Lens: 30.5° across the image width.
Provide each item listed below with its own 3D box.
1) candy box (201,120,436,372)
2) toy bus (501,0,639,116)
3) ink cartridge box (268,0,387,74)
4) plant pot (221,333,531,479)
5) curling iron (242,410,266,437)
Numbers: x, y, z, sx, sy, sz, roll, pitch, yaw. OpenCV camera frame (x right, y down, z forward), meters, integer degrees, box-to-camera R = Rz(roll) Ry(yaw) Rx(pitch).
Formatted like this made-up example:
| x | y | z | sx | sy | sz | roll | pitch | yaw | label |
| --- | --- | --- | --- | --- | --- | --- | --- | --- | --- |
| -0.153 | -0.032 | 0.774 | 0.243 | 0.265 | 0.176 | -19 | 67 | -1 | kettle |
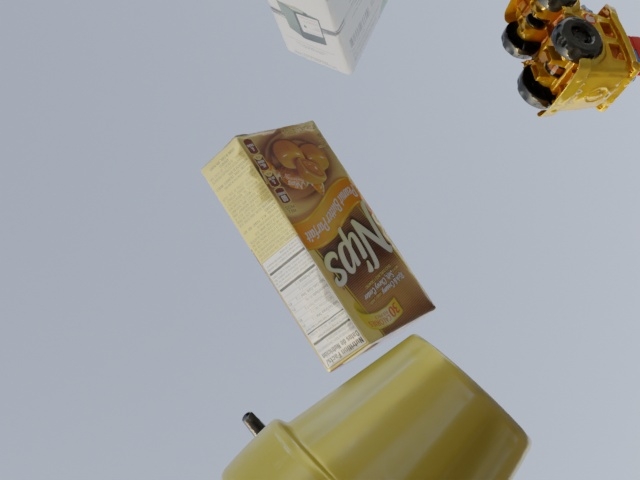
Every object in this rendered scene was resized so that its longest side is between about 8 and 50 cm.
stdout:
| x | y | z | sx | sy | sz | roll | pitch | yaw | label |
| --- | --- | --- | --- | --- | --- | --- | --- | --- | --- |
| 0.000 | 0.000 | 1.551 | 0.316 | 0.087 | 0.183 | 57 | -145 | 9 | candy box |
| 0.419 | -0.314 | 1.858 | 0.211 | 0.149 | 0.220 | -3 | -120 | -22 | toy bus |
| 0.023 | -0.407 | 1.749 | 0.211 | 0.121 | 0.289 | -64 | -13 | -9 | ink cartridge box |
| 0.072 | 0.233 | 1.165 | 0.239 | 0.254 | 0.254 | -47 | -56 | -5 | plant pot |
| -0.013 | 0.329 | 1.536 | 0.035 | 0.068 | 0.274 | -33 | -78 | 7 | curling iron |
